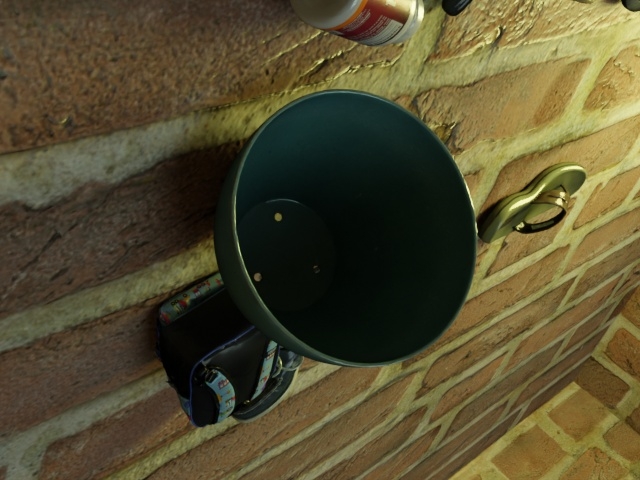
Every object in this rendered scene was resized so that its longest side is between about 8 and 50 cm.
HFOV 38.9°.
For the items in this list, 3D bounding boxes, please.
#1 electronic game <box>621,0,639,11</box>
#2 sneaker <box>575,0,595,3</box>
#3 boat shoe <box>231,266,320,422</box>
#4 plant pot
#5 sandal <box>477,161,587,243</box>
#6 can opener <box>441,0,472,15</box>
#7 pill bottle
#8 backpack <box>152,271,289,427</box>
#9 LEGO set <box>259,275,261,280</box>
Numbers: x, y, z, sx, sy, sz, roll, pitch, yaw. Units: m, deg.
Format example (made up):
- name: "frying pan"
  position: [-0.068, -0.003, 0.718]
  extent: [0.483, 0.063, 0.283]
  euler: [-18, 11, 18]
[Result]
- name: "electronic game"
  position: [0.562, -0.472, 1.454]
  extent: [0.229, 0.048, 0.229]
  euler: [-36, 152, -23]
- name: "sneaker"
  position: [0.343, -0.368, 1.230]
  extent: [0.188, 0.066, 0.071]
  euler: [-16, 138, -50]
- name: "boat shoe"
  position: [-0.053, 0.143, 1.275]
  extent: [0.254, 0.095, 0.079]
  euler: [-48, 156, -5]
- name: "plant pot"
  position: [0.000, 0.000, 1.010]
  extent: [0.290, 0.290, 0.195]
  euler: [-34, -173, -29]
- name: "sandal"
  position: [0.424, -0.056, 1.765]
  extent: [0.303, 0.086, 0.120]
  euler: [-30, 149, -34]
- name: "can opener"
  position: [0.212, -0.342, 1.074]
  extent: [0.186, 0.073, 0.059]
  euler: [-44, 164, 10]
- name: "pill bottle"
  position: [0.042, -0.242, 0.905]
  extent: [0.152, 0.086, 0.086]
  euler: [-2, 128, -58]
- name: "backpack"
  position: [-0.126, 0.143, 1.132]
  extent: [0.158, 0.117, 0.173]
  euler: [-33, 150, -30]
- name: "LEGO set"
  position: [-0.058, 0.026, 1.198]
  extent: [0.083, 0.023, 0.054]
  euler: [-36, 157, -54]
